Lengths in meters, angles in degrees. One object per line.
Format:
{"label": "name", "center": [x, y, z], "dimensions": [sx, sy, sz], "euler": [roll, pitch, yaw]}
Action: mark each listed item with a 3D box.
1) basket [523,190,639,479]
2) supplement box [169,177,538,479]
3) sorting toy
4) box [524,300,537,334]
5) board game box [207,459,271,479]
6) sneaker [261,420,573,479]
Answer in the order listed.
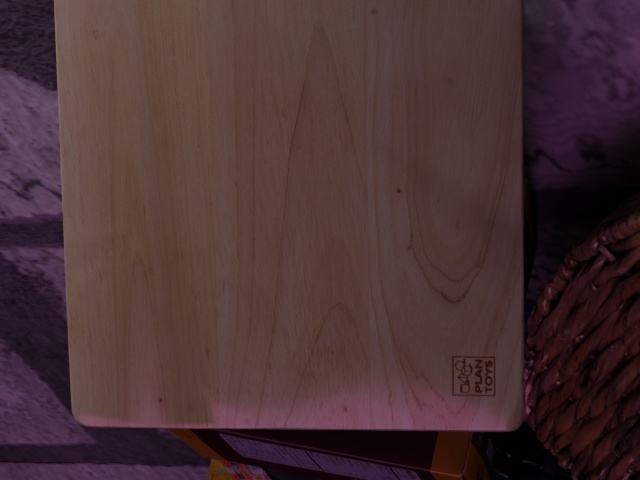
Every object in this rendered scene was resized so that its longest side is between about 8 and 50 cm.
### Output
{"label": "basket", "center": [0.281, 0.040, 1.187], "dimensions": [0.213, 0.223, 0.299], "euler": [50, 148, 10]}
{"label": "supplement box", "center": [0.023, 0.052, 1.211], "dimensions": [0.194, 0.191, 0.129], "euler": [10, 165, 13]}
{"label": "sorting toy", "center": [-0.012, -0.028, 1.088], "dimensions": [0.255, 0.257, 0.089], "euler": [0, -171, 6]}
{"label": "box", "center": [0.142, 0.081, 1.345], "dimensions": [0.169, 0.059, 0.054], "euler": [19, 143, -3]}
{"label": "board game box", "center": [-0.045, 0.205, 1.652], "dimensions": [0.103, 0.026, 0.154], "euler": [16, 148, 2]}
{"label": "sneaker", "center": [0.081, 0.152, 1.337], "dimensions": [0.286, 0.109, 0.130], "euler": [15, 150, 13]}
